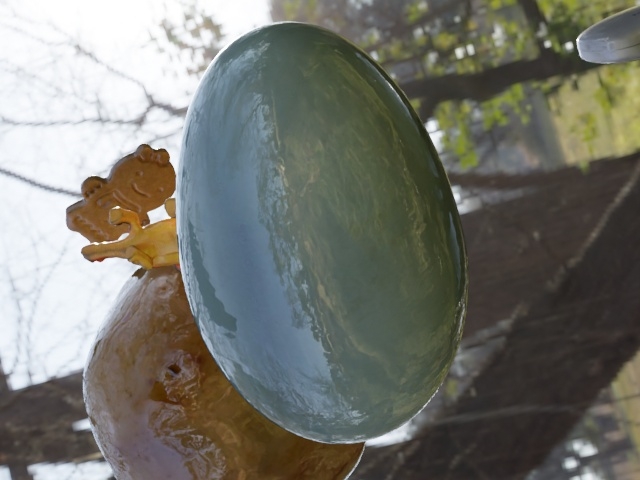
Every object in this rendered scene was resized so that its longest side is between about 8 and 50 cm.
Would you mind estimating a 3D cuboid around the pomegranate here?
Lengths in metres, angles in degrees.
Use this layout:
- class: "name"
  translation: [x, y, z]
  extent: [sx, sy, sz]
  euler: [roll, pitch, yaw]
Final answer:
- class: "pomegranate"
  translation: [-0.136, 0.196, 1.690]
  extent: [0.411, 0.411, 0.411]
  euler: [-16, -90, -75]

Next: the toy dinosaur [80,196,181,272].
- class: "toy dinosaur"
  translation: [-0.127, -0.010, 1.360]
  extent: [0.117, 0.288, 0.070]
  euler: [29, -130, -68]

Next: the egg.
- class: "egg"
  translation: [0.000, 0.000, 0.998]
  extent: [0.230, 0.230, 0.371]
  euler: [-82, -18, -57]

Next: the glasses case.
- class: "glasses case"
  translation: [0.423, -0.269, 1.567]
  extent: [0.092, 0.233, 0.059]
  euler: [16, 123, 58]

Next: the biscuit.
- class: "biscuit"
  translation: [-0.284, -0.059, 1.818]
  extent: [0.133, 0.184, 0.027]
  euler: [58, -178, -43]
